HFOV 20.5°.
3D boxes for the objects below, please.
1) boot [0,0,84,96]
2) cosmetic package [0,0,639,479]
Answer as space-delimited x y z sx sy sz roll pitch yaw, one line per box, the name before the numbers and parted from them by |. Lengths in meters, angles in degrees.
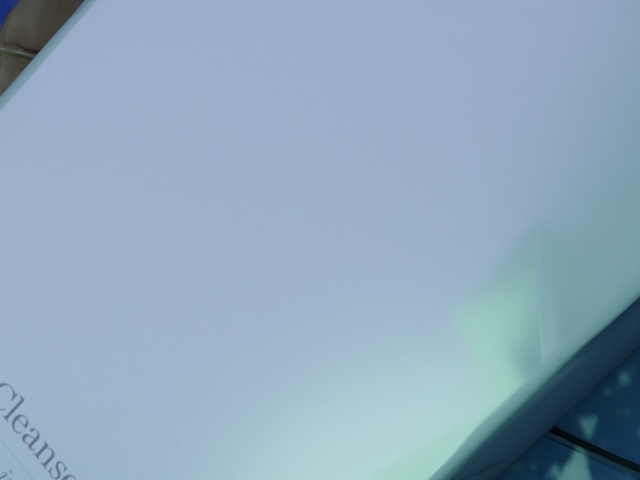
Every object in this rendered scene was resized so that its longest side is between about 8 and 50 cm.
boot | -0.054 -0.112 0.852 0.269 0.089 0.236 16 93 45
cosmetic package | 0.000 0.000 0.653 0.217 0.156 0.385 46 107 14
